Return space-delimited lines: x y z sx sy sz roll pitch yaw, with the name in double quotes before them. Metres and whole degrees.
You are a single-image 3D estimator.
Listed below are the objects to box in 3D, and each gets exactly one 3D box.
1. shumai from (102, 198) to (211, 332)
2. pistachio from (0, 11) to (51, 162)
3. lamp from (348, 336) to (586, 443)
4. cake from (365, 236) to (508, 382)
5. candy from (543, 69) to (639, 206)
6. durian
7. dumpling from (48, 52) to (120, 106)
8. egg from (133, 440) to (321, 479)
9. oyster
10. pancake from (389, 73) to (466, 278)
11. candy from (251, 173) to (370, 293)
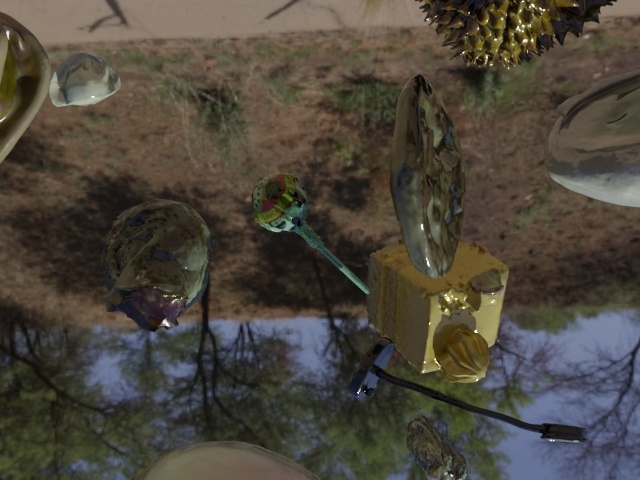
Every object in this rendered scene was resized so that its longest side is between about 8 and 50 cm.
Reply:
"shumai" -0.147 0.030 0.579 0.098 0.124 0.087 3 -161 -11
"pistachio" -0.226 -0.067 0.313 0.184 0.125 0.124 -19 -176 1
"lamp" 0.236 0.234 1.039 0.370 0.109 0.130 8 161 15
"cake" 0.263 0.139 1.376 0.222 0.228 0.286 -18 -148 -30
"candy" 0.590 -0.173 1.076 0.426 0.186 0.386 -11 -153 12
"durian" 0.309 -0.458 0.989 0.347 0.348 0.384 -3 155 -3
"dumpling" -0.276 -0.188 0.759 0.077 0.060 0.043 -12 -162 19
"egg" -0.109 0.309 0.572 0.206 0.162 0.271 37 -161 1
"oyster" 0.182 0.335 1.028 0.125 0.064 0.177 40 178 31
"pancake" 0.155 -0.088 0.921 0.049 0.295 0.294 -2 -176 23
"candy" 0.000 0.000 1.080 0.305 0.091 0.083 43 165 -35
